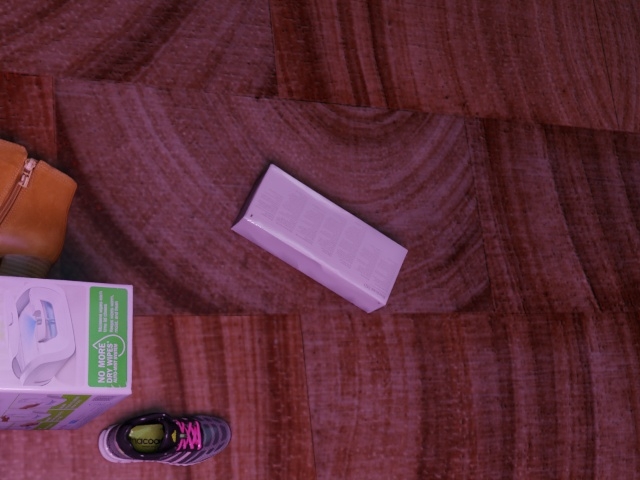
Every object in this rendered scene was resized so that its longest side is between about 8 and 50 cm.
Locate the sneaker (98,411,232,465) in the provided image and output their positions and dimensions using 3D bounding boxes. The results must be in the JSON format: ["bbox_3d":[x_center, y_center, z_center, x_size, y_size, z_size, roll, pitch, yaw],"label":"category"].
[{"bbox_3d":[-0.185,0.246,1.235,0.170,0.075,0.063,3,72,-26],"label":"sneaker"}]

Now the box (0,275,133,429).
[{"bbox_3d":[-0.350,0.133,1.085,0.231,0.262,0.126,5,70,-24],"label":"box"}]

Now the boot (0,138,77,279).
[{"bbox_3d":[-0.453,-0.040,1.195,0.295,0.104,0.211,21,60,-24],"label":"boot"}]

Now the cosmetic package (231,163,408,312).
[{"bbox_3d":[0.000,0.000,1.417,0.239,0.060,0.099,32,60,-13],"label":"cosmetic package"}]
